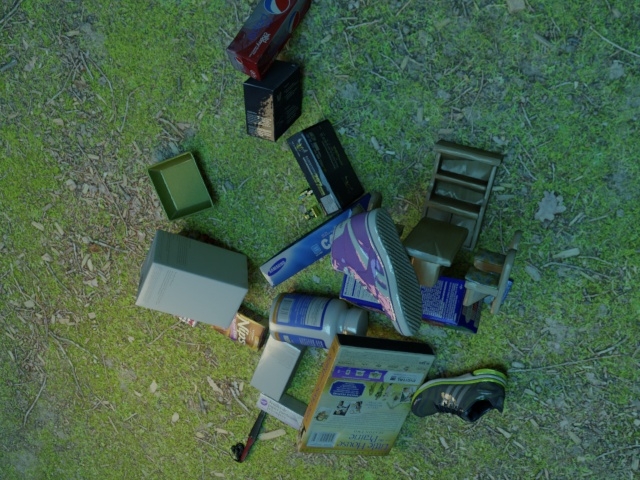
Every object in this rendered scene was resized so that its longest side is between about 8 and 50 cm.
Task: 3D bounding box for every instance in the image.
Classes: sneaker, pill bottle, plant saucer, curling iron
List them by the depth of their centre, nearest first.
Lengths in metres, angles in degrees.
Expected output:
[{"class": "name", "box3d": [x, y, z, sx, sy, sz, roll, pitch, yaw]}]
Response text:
[{"class": "sneaker", "box3d": [0.115, 0.079, 1.407, 0.161, 0.102, 0.282, -18, 91, 35]}, {"class": "sneaker", "box3d": [0.388, 0.457, 1.845, 0.300, 0.121, 0.111, -27, 124, 30]}, {"class": "pill bottle", "box3d": [-0.003, 0.242, 1.933, 0.272, 0.152, 0.152, 6, 111, 21]}, {"class": "plant saucer", "box3d": [-0.429, -0.170, 2.023, 0.188, 0.045, 0.188, -15, 103, 27]}, {"class": "curling iron", "box3d": [-0.252, 0.686, 2.277, 0.068, 0.035, 0.274, 34, 119, 8]}]

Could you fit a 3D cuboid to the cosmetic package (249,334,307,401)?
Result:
[{"class": "cosmetic package", "box3d": [-0.131, 0.391, 2.087, 0.117, 0.085, 0.231, 30, 120, 11]}]

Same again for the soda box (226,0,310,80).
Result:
[{"class": "soda box", "box3d": [-0.127, -0.540, 1.643, 0.092, 0.083, 0.263, 27, 75, 12]}]

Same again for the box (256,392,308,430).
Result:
[{"class": "box", "box3d": [-0.055, 0.585, 2.137, 0.324, 0.067, 0.063, 26, 117, 12]}]

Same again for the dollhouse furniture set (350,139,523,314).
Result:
[{"class": "dollhouse furniture set", "box3d": [0.299, -0.062, 1.546, 0.362, 0.394, 0.256, 17, 115, 17]}]

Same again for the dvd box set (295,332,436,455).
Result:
[{"class": "dvd box set", "box3d": [0.128, 0.469, 1.925, 0.308, 0.062, 0.420, 8, 118, -18]}]

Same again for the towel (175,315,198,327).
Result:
[{"class": "towel", "box3d": [-0.477, 0.191, 2.195, 0.197, 0.029, 0.144, 31, 118, 8]}]

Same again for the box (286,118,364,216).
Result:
[{"class": "box", "box3d": [0.018, -0.197, 1.739, 0.059, 0.183, 0.232, -23, 98, 28]}]

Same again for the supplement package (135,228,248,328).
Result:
[{"class": "supplement package", "box3d": [-0.386, 0.119, 1.969, 0.293, 0.177, 0.175, 18, 120, -19]}]

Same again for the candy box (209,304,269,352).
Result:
[{"class": "candy box", "box3d": [-0.262, 0.272, 2.115, 0.187, 0.053, 0.109, 25, 116, 12]}]

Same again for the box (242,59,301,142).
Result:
[{"class": "box", "box3d": [-0.126, -0.374, 1.728, 0.093, 0.156, 0.158, 18, 134, 18]}]

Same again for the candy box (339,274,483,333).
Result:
[{"class": "candy box", "box3d": [0.244, 0.148, 1.707, 0.317, 0.268, 0.122, 11, 82, 25]}]

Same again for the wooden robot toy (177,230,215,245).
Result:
[{"class": "wooden robot toy", "box3d": [-0.390, 0.022, 2.060, 0.173, 0.079, 0.076, 33, 119, 8]}]

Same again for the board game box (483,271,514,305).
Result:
[{"class": "board game box", "box3d": [0.464, 0.129, 1.762, 0.090, 0.020, 0.090, 25, 117, 15]}]

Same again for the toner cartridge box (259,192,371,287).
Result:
[{"class": "toner cartridge box", "box3d": [0.000, 0.000, 1.833, 0.348, 0.165, 0.075, -33, 93, 29]}]

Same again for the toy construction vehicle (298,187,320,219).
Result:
[{"class": "toy construction vehicle", "box3d": [-0.021, -0.110, 1.874, 0.098, 0.035, 0.086, -26, 98, 29]}]
